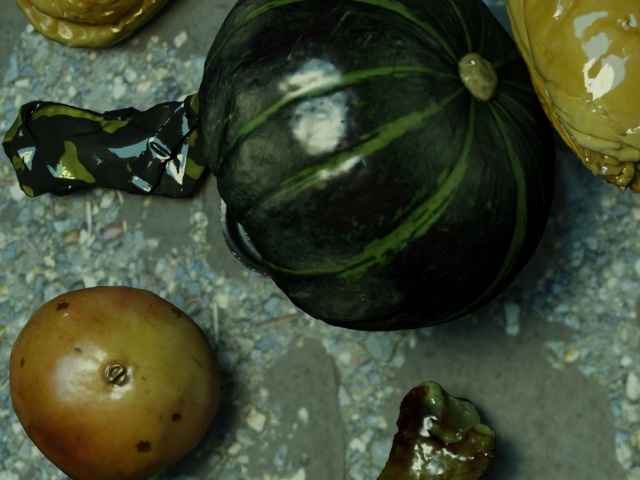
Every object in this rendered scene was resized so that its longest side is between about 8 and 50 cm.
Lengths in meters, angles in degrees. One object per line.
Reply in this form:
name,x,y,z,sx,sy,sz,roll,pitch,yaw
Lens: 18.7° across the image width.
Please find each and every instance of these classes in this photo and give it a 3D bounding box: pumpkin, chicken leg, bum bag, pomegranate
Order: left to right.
bum bag,-0.205,-0.090,1.868,0.232,0.060,0.106,-2,69,23
pomegranate,-0.186,0.126,1.746,0.191,0.191,0.191,-6,77,25
chicken leg,0.044,0.311,1.616,0.211,0.140,0.361,42,102,35
pumpkin,0.048,-0.085,1.600,0.241,0.323,0.323,-23,70,31

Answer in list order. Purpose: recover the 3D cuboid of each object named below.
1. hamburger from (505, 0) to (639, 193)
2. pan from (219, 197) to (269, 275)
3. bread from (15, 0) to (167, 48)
hamburger,0.301,-0.191,1.558,0.319,0.158,0.318,-1,70,2
pan,0.000,0.000,1.767,0.136,0.028,0.235,-48,60,10
bread,-0.212,-0.301,1.880,0.236,0.120,0.198,-44,73,18
